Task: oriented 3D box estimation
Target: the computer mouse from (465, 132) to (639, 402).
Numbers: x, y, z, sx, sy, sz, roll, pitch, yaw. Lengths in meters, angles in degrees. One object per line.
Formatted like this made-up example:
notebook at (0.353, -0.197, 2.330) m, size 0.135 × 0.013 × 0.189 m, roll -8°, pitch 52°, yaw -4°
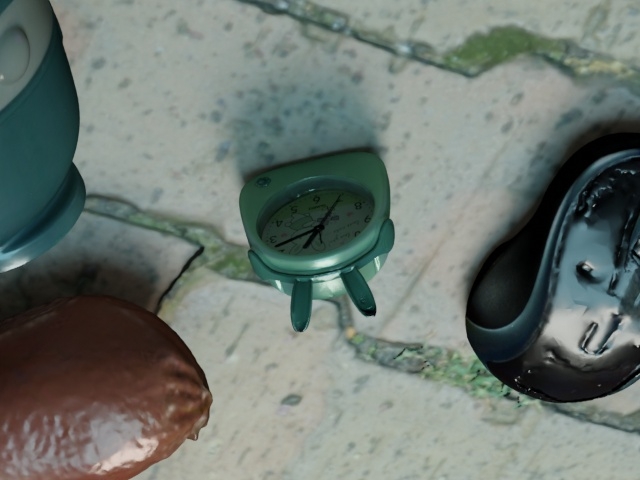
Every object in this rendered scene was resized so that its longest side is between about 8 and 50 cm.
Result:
computer mouse at (0.190, 0.033, 1.291) m, size 0.137 × 0.096 × 0.233 m, roll 13°, pitch 128°, yaw -16°

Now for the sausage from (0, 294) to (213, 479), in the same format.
sausage at (-0.203, 0.119, 1.292) m, size 0.254 × 0.148 × 0.148 m, roll -26°, pitch 127°, yaw 10°

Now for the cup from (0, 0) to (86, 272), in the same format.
cup at (-0.287, -0.117, 1.058) m, size 0.290 × 0.219 × 0.257 m, roll 7°, pitch 136°, yaw 27°

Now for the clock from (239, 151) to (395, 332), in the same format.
clock at (0.000, 0.000, 1.218) m, size 0.101 × 0.135 × 0.041 m, roll -11°, pitch 130°, yaw 5°
